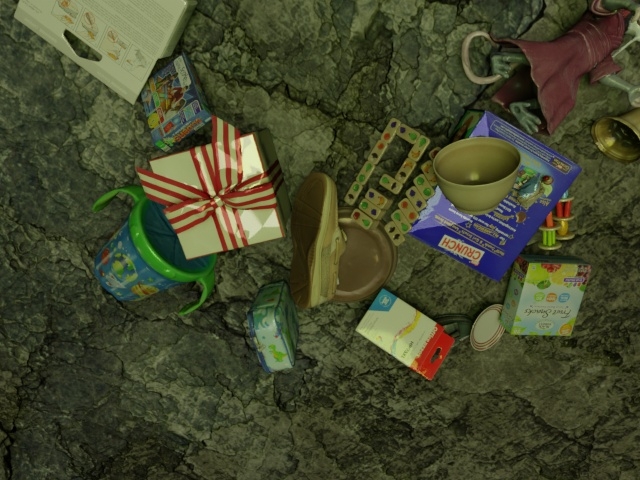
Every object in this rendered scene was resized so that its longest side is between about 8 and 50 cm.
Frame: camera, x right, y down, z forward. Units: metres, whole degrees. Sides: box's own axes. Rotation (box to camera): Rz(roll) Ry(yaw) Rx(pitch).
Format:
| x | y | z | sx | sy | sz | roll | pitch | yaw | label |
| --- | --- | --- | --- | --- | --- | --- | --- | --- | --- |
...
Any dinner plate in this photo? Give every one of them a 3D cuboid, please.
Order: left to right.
| x | y | z | sx | sy | sz | roll | pitch | yaw | label |
| --- | --- | --- | --- | --- | --- | --- | --- | --- | --- |
| 0.458 | 0.236 | 1.124 | 0.141 | 0.017 | 0.141 | -9 | 111 | -25 | dinner plate |

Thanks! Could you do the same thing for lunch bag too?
| x | y | z | sx | sy | sz | roll | pitch | yaw | label |
| --- | --- | --- | --- | --- | --- | --- | --- | --- | --- |
| -0.113 | 0.218 | 1.049 | 0.090 | 0.219 | 0.176 | -14 | 109 | 7 | lunch bag |

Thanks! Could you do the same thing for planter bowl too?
| x | y | z | sx | sy | sz | roll | pitch | yaw | label |
| --- | --- | --- | --- | --- | --- | --- | --- | --- | --- |
| 0.318 | -0.121 | 0.841 | 0.162 | 0.162 | 0.109 | -14 | 132 | 6 | planter bowl |

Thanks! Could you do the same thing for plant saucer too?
| x | y | z | sx | sy | sz | roll | pitch | yaw | label |
| --- | --- | --- | --- | --- | --- | --- | --- | --- | --- |
| 0.067 | 0.048 | 1.082 | 0.278 | 0.041 | 0.277 | 0 | 110 | 1 | plant saucer |

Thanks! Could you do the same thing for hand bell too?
| x | y | z | sx | sy | sz | roll | pitch | yaw | label |
| --- | --- | --- | --- | --- | --- | --- | --- | --- | --- |
| 0.761 | -0.296 | 0.924 | 0.242 | 0.126 | 0.126 | -37 | 104 | 1 | hand bell |

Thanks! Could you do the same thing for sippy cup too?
| x | y | z | sx | sy | sz | roll | pitch | yaw | label |
| --- | --- | --- | --- | --- | --- | --- | --- | --- | --- |
| -0.415 | 0.034 | 1.005 | 0.224 | 0.240 | 0.305 | -31 | 67 | 22 | sippy cup |

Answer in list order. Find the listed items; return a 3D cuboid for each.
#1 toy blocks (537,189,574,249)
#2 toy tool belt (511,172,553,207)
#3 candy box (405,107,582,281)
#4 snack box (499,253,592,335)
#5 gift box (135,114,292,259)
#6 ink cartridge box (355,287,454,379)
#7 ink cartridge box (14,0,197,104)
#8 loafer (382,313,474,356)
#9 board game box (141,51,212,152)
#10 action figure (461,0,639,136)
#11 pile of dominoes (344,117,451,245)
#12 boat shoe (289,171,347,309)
| x | y | z | sx | sy | sz | roll | pitch | yaw | label |
| --- | --- | --- | --- | --- | --- | --- | --- | --- | --- |
| 0.571 | -0.066 | 0.997 | 0.123 | 0.054 | 0.148 | -24 | 112 | -32 | toy blocks |
| 0.454 | -0.116 | 0.881 | 0.051 | 0.052 | 0.083 | 36 | 104 | -21 | toy tool belt |
| 0.386 | -0.104 | 0.977 | 0.268 | 0.122 | 0.317 | 28 | 106 | -8 | candy box |
| 0.585 | 0.144 | 1.076 | 0.175 | 0.070 | 0.207 | 2 | 110 | -6 | snack box |
| -0.219 | -0.127 | 0.913 | 0.255 | 0.258 | 0.276 | -18 | 109 | 7 | gift box |
| 0.222 | 0.244 | 1.062 | 0.231 | 0.078 | 0.134 | 32 | 81 | 12 | ink cartridge box |
| -0.454 | -0.489 | 0.868 | 0.296 | 0.066 | 0.261 | 37 | 117 | -13 | ink cartridge box |
| 0.296 | 0.274 | 1.129 | 0.268 | 0.084 | 0.096 | -12 | 108 | 6 | loafer |
| -0.321 | -0.306 | 0.903 | 0.136 | 0.035 | 0.201 | -30 | 61 | 12 | board game box |
| 0.538 | -0.391 | 0.876 | 0.370 | 0.275 | 0.248 | -36 | 136 | -6 | action figure |
| 0.168 | -0.137 | 0.955 | 0.196 | 0.040 | 0.251 | 40 | 110 | 29 | pile of dominoes |
| 0.000 | 0.000 | 0.998 | 0.110 | 0.122 | 0.340 | -8 | 118 | -35 | boat shoe |
